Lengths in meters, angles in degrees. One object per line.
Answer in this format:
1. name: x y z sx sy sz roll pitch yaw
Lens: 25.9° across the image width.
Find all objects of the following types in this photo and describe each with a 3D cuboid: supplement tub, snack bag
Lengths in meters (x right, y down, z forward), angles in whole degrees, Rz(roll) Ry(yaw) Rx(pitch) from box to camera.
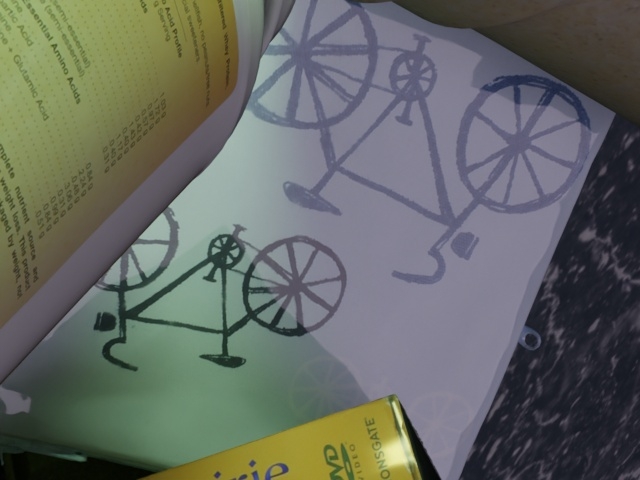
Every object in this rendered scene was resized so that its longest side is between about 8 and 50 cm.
1. supplement tub: -0.160 -0.067 0.518 0.316 0.228 0.228 -52 151 -44
2. snack bag: 0.000 0.000 0.817 0.323 0.037 0.343 17 98 -25

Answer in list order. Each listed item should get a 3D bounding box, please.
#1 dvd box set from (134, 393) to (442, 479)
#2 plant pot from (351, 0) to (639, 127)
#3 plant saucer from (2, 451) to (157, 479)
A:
1. dvd box set: -0.119 0.228 0.799 0.420 0.062 0.308 -19 150 6
2. plant pot: 0.208 -0.184 0.718 0.305 0.334 0.334 33 93 -29
3. plant saucer: -0.125 0.079 0.878 0.188 0.045 0.188 -23 134 -28
